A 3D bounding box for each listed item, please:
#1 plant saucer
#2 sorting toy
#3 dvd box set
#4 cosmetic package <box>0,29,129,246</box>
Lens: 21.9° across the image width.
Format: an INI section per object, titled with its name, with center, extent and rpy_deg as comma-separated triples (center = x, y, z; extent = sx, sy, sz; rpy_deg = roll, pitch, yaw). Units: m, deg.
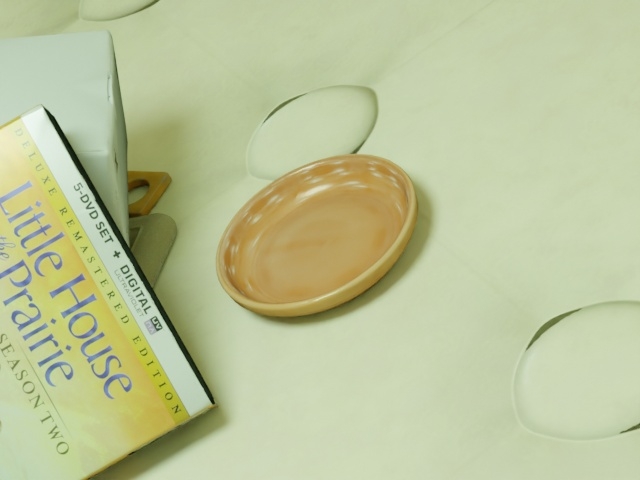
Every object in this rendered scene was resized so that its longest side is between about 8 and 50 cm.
[plant saucer]
center = 0.000, 0.000, 1.526
extent = 0.200, 0.037, 0.200
rpy_deg = -18, 39, 15
[sorting toy]
center = -0.256, 0.040, 1.634
extent = 0.196, 0.047, 0.348
rpy_deg = -6, 42, 27
[dvd box set]
center = -0.344, 0.117, 1.425
extent = 0.420, 0.307, 0.062
rpy_deg = -29, -4, -2
[cosmetic package]
center = -0.379, -0.074, 1.591
extent = 0.385, 0.156, 0.217
rpy_deg = -3, 40, -2
